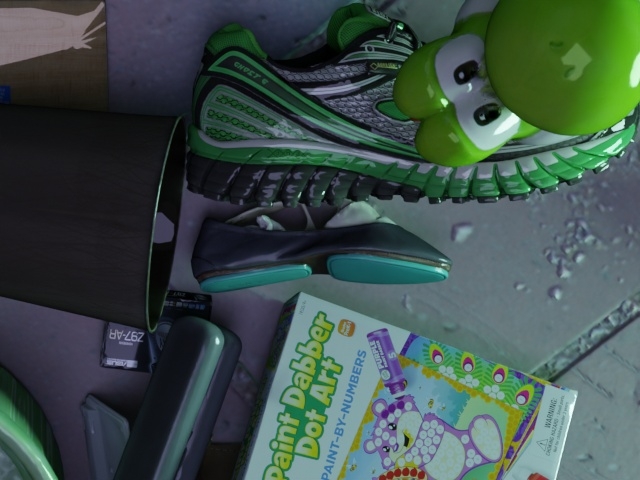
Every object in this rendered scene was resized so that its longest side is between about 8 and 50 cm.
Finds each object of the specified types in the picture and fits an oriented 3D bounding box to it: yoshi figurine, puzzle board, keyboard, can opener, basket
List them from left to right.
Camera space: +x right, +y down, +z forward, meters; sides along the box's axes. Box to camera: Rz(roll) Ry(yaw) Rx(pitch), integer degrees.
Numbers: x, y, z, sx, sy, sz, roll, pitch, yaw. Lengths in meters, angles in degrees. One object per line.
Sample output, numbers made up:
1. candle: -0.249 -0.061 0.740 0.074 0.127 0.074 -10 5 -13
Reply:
1. basket: -0.223 -0.029 1.353 0.227 0.204 0.154 9 69 0
2. puzzle board: -0.225 -0.136 1.395 0.128 0.011 0.096 -1 110 -4
3. keyboard: -0.158 0.252 1.501 0.014 0.072 0.256 -19 113 -34
4. can opener: -0.117 0.199 1.414 0.093 0.074 0.280 14 84 20
5. yoshi figurine: 0.218 -0.157 1.253 0.362 0.203 0.203 -33 153 -29

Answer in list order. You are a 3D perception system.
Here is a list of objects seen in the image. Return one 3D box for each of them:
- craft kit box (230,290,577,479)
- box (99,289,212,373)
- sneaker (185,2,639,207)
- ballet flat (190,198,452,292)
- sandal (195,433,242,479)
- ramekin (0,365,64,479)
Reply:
1. craft kit box: 0.055 0.197 1.441 0.246 0.061 0.250 19 73 -8
2. box: -0.131 0.072 1.467 0.083 0.018 0.067 8 107 -7
3. sneaker: 0.073 -0.102 1.366 0.343 0.134 0.146 -1 99 -9
4. ballet flat: 0.000 0.000 1.430 0.203 0.074 0.074 -3 109 2
5. sandal: -0.043 0.218 1.508 0.240 0.088 0.079 14 138 -2
6. ramekin: -0.339 0.215 1.432 0.303 0.148 0.303 -1 109 -4
